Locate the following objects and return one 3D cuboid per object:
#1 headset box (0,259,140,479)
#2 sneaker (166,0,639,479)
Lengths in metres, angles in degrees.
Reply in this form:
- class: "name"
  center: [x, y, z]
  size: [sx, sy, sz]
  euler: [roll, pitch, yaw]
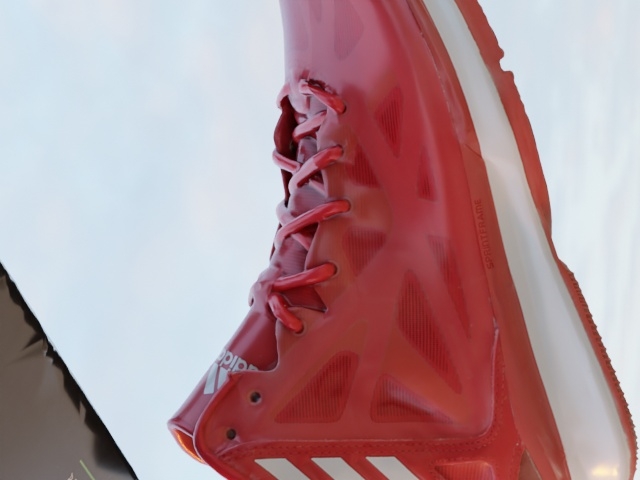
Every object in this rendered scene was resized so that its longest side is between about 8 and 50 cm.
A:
- class: "headset box"
  center: [-0.162, 0.123, 0.447]
  size: [0.246, 0.131, 0.283]
  euler: [-56, -17, -18]
- class: "sneaker"
  center: [0.000, 0.000, 0.567]
  size: [0.221, 0.128, 0.087]
  euler: [65, 171, -2]
